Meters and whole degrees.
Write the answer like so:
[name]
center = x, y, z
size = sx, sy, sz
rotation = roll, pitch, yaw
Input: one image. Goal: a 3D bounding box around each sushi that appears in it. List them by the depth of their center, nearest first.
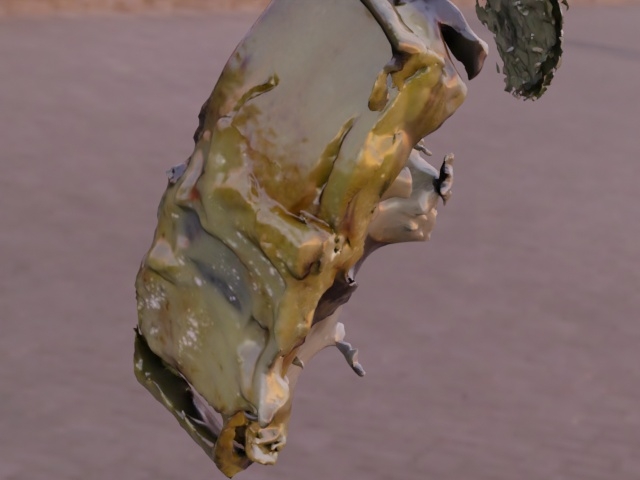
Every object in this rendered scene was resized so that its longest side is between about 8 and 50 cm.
[sushi]
center = -0.006, 0.001, 0.940
size = 0.131, 0.291, 0.139
rotation = 0, 38, -45

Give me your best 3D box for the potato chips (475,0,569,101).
[potato chips]
center = 0.030, -0.161, 0.680
size = 0.059, 0.228, 0.167
rotation = -30, 25, 23
